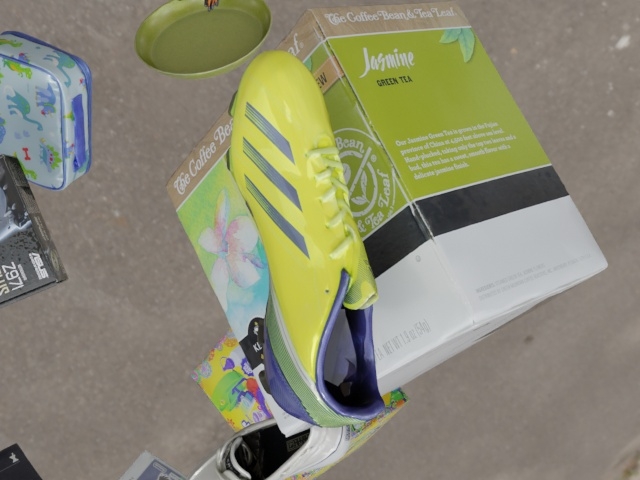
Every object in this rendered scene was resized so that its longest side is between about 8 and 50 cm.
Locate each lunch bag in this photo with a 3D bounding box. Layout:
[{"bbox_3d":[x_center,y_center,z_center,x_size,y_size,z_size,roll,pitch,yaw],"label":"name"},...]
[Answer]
[{"bbox_3d":[-0.429,-0.192,1.372,0.090,0.176,0.219,-51,156,-48],"label":"lunch bag"}]

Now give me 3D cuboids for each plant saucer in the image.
[{"bbox_3d":[-0.198,-0.349,1.559,0.241,0.241,0.037,-30,141,-14],"label":"plant saucer"}]

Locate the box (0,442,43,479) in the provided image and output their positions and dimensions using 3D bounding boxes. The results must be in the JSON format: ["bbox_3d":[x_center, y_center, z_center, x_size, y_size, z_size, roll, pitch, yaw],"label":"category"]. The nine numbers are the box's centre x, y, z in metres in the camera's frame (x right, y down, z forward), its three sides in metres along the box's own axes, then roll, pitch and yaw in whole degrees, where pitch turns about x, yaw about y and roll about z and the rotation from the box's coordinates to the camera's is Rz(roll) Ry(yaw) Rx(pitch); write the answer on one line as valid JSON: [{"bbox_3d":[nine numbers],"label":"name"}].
[{"bbox_3d":[-0.546,0.543,1.402,0.179,0.312,0.343,-48,166,33],"label":"box"}]

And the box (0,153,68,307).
[{"bbox_3d":[-0.433,-0.001,1.172,0.147,0.180,0.077,-22,-176,-4],"label":"box"}]

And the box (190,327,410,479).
[{"bbox_3d":[-0.034,0.279,1.720,0.177,0.290,0.279,-49,163,28],"label":"box"}]

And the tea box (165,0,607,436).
[{"bbox_3d":[0.049,-0.020,0.948,0.220,0.323,0.329,-15,162,-40],"label":"tea box"}]

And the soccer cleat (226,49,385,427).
[{"bbox_3d":[0.001,0.000,0.683,0.093,0.121,0.289,-13,101,-40],"label":"soccer cleat"}]

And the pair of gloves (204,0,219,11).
[{"bbox_3d":[-0.183,-0.374,1.320,0.083,0.074,0.010,12,161,-29],"label":"pair of gloves"}]

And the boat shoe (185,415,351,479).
[{"bbox_3d":[-0.087,0.279,1.137,0.267,0.096,0.088,-27,151,28],"label":"boat shoe"}]

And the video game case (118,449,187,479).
[{"bbox_3d":[-0.241,0.415,1.294,0.183,0.201,0.023,-49,143,-27],"label":"video game case"}]
